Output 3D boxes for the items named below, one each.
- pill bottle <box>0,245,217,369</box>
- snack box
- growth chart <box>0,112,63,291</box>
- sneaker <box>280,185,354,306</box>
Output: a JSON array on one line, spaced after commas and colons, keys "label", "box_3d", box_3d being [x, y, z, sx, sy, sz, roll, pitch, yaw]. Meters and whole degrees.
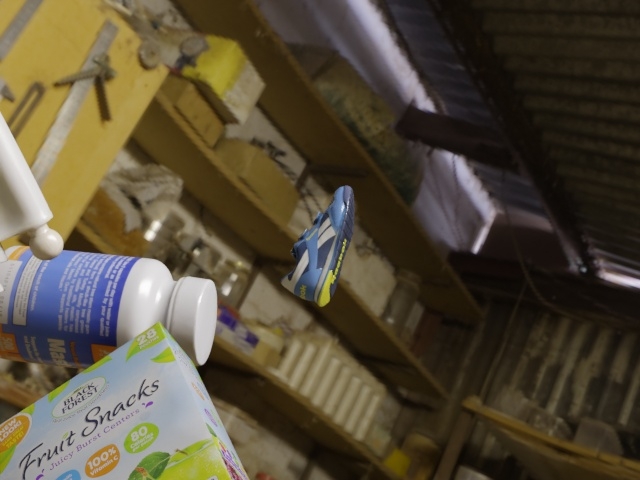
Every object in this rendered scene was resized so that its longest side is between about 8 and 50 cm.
[{"label": "pill bottle", "box_3d": [-0.279, 0.093, 1.129, 0.272, 0.152, 0.152, 6, -24, 7]}, {"label": "snack box", "box_3d": [-0.157, 0.184, 0.679, 0.207, 0.174, 0.070, 49, -9, 52]}, {"label": "growth chart", "box_3d": [-0.241, -0.001, 0.387, 0.172, 0.237, 0.021, 59, -16, -22]}, {"label": "sneaker", "box_3d": [0.000, 0.000, 0.975, 0.059, 0.144, 0.053, 13, -22, 18]}]
